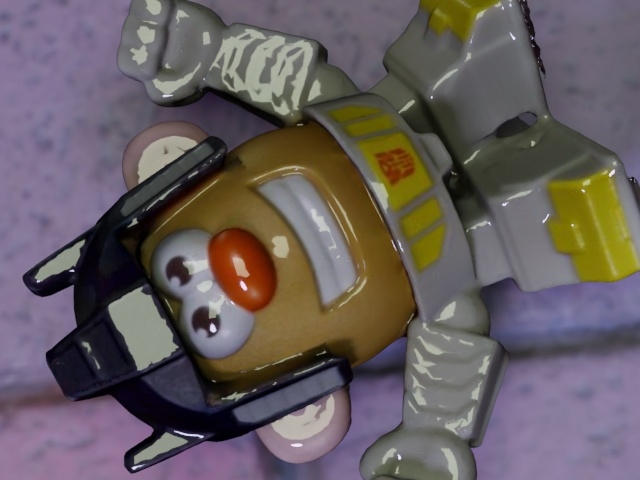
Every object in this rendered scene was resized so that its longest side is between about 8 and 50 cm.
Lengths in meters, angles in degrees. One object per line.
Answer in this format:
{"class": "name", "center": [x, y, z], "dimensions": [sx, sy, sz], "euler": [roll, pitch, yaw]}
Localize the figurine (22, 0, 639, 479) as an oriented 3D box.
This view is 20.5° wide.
{"class": "figurine", "center": [0.002, 0.004, 0.868], "dimensions": [0.308, 0.143, 0.309], "euler": [-6, 59, 10]}
